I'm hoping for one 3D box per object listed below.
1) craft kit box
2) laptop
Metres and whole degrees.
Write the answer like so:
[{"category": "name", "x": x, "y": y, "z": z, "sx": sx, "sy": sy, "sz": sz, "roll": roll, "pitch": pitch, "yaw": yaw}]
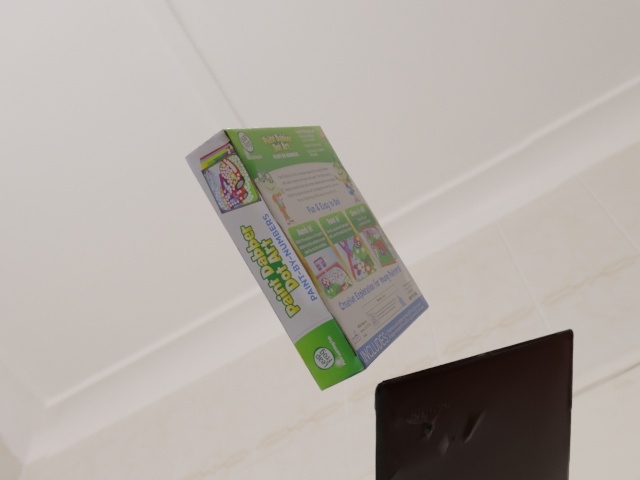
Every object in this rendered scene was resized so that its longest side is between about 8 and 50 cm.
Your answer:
[{"category": "craft kit box", "x": 0.000, "y": 0.000, "z": 0.848, "sx": 0.061, "sy": 0.250, "sz": 0.246, "roll": -29, "pitch": -93, "yaw": 22}, {"category": "laptop", "x": 0.131, "y": 0.332, "z": 1.094, "sx": 0.382, "sy": 0.236, "sz": 0.408, "roll": -6, "pitch": -26, "yaw": -42}]
